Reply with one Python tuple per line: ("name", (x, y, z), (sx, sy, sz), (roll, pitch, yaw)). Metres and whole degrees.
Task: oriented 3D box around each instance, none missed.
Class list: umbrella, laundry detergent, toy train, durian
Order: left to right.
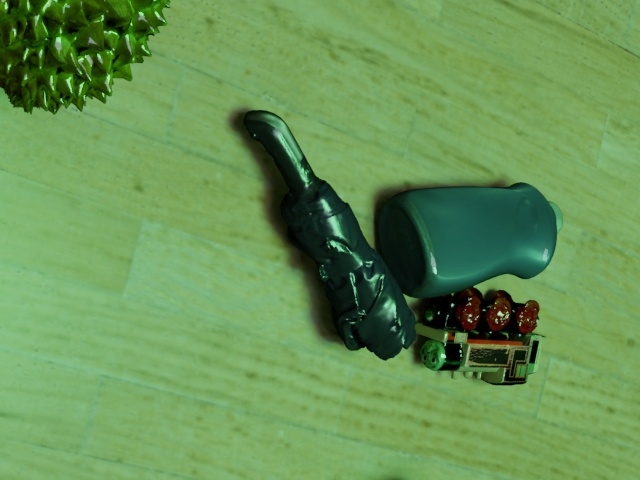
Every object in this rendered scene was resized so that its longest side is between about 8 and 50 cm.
("durian", (-0.204, -0.199, 1.156), (0.237, 0.176, 0.200), (37, 50, -25))
("umbrella", (0.006, -0.001, 1.414), (0.071, 0.071, 0.248), (-44, 121, -28))
("toy train", (0.143, 0.087, 1.554), (0.138, 0.050, 0.087), (5, 97, -39))
("laundry detergent", (0.145, -0.006, 1.535), (0.206, 0.061, 0.096), (-9, 70, -41))
